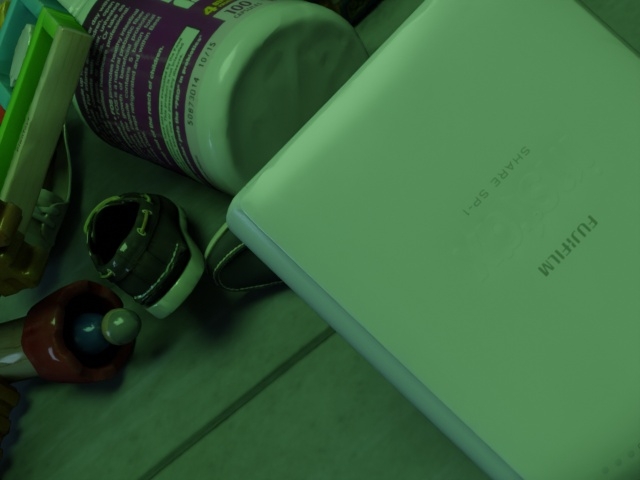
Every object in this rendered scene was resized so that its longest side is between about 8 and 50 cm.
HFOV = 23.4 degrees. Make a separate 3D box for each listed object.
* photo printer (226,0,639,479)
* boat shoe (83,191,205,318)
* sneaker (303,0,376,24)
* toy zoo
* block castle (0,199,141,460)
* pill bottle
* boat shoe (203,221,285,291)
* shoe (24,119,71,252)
[{"bbox_3d":[0.135,0.001,0.949,0.307,0.107,0.256,44,87,8],"label":"photo printer"},{"bbox_3d":[-0.154,-0.005,1.271,0.081,0.069,0.228,-51,22,0],"label":"boat shoe"},{"bbox_3d":[0.058,-0.320,1.352,0.296,0.112,0.131,-40,42,6],"label":"sneaker"},{"bbox_3d":[-0.284,-0.136,1.377,0.293,0.030,0.192,43,115,57],"label":"toy zoo"},{"bbox_3d":[-0.352,0.076,1.134,0.213,0.453,0.303,-16,49,38],"label":"block castle"},{"bbox_3d":[-0.109,-0.142,1.306,0.301,0.169,0.169,23,75,45],"label":"pill bottle"},{"bbox_3d":[0.000,0.000,1.182,0.206,0.075,0.065,-22,44,18],"label":"boat shoe"},{"bbox_3d":[-0.271,-0.055,1.434,0.058,0.076,0.219,-39,37,36],"label":"shoe"}]
